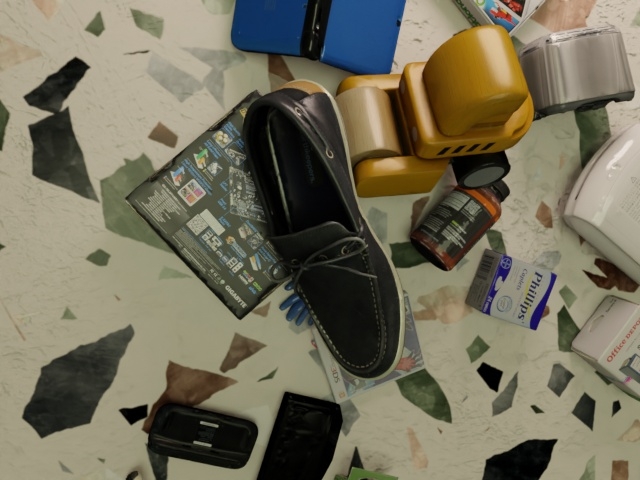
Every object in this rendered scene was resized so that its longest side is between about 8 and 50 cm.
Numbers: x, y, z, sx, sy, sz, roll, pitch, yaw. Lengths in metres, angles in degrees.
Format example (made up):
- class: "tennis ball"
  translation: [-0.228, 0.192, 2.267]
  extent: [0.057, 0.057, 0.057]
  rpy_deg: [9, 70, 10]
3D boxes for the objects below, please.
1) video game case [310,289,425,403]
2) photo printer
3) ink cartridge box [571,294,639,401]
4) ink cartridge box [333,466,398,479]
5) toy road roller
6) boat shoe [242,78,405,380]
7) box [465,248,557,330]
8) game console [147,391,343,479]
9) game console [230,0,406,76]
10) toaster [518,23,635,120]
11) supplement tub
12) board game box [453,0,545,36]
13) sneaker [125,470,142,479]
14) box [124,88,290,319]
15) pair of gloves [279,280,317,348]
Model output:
- class: "video game case"
  translation: [0.099, 0.213, 0.948]
  extent: [0.201, 0.023, 0.184]
  rpy_deg: [-20, 111, -8]
- class: "photo printer"
  translation: [0.672, -0.070, 0.996]
  extent: [0.307, 0.107, 0.256]
  rpy_deg: [35, 89, -13]
- class: "ink cartridge box"
  translation: [0.688, 0.245, 1.048]
  extent: [0.212, 0.093, 0.154]
  rpy_deg: [37, 90, -11]
- class: "ink cartridge box"
  translation: [0.068, 0.555, 0.982]
  extent: [0.109, 0.062, 0.209]
  rpy_deg: [20, 93, -13]
- class: "toy road roller"
  translation: [0.187, -0.218, 0.791]
  extent: [0.329, 0.241, 0.203]
  rpy_deg: [-7, 69, -7]
- class: "boat shoe"
  translation: [0.000, 0.000, 0.750]
  extent: [0.186, 0.156, 0.500]
  rpy_deg: [-11, 99, 30]
- class: "box"
  translation: [0.391, 0.100, 0.982]
  extent: [0.137, 0.072, 0.126]
  rpy_deg: [18, 94, -13]
- class: "game console"
  translation: [-0.144, 0.386, 0.931]
  extent: [0.361, 0.044, 0.213]
  rpy_deg: [18, 92, -13]
- class: "game console"
  translation: [0.008, -0.453, 0.835]
  extent: [0.250, 0.173, 0.293]
  rpy_deg: [16, 100, 25]
- class: "toaster"
  translation: [0.478, -0.318, 0.919]
  extent: [0.226, 0.129, 0.147]
  rpy_deg: [-12, 95, -7]
- class: "supplement tub"
  translation: [0.274, -0.042, 0.924]
  extent: [0.198, 0.106, 0.106]
  rpy_deg: [-46, 103, -3]
- class: "board game box"
  translation: [0.303, -0.546, 0.890]
  extent: [0.305, 0.053, 0.193]
  rpy_deg: [44, 88, -13]
- class: "sneaker"
  translation: [-0.333, 0.511, 0.909]
  extent: [0.075, 0.057, 0.161]
  rpy_deg: [0, 96, -28]
- class: "box"
  translation: [-0.132, -0.060, 0.859]
  extent: [0.293, 0.073, 0.295]
  rpy_deg: [-42, 104, -5]
- class: "pair of gloves"
  translation: [0.024, 0.136, 0.941]
  extent: [0.159, 0.023, 0.198]
  rpy_deg: [-42, 102, -3]
